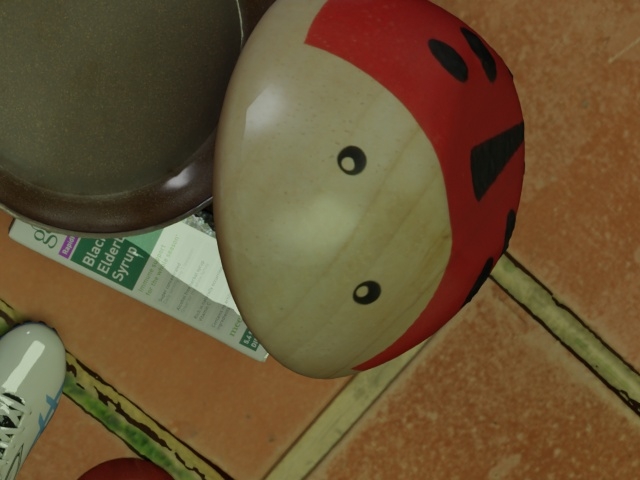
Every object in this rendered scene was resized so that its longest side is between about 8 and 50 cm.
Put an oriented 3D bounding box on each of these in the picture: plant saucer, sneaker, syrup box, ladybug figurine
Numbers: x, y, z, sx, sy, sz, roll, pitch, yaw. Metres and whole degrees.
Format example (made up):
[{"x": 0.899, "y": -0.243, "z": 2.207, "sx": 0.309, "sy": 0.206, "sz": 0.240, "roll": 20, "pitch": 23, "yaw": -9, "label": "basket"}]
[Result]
[{"x": -0.173, "y": -0.157, "z": 1.474, "sx": 0.311, "sy": 0.050, "sz": 0.310, "roll": -2, "pitch": 95, "yaw": -24, "label": "plant saucer"}, {"x": -0.287, "y": 0.179, "z": 1.615, "sx": 0.085, "sy": 0.086, "sz": 0.237, "roll": 30, "pitch": 93, "yaw": -20, "label": "sneaker"}, {"x": -0.133, "y": 0.002, "z": 1.578, "sx": 0.237, "sy": 0.096, "sz": 0.093, "roll": 27, "pitch": 96, "yaw": -8, "label": "syrup box"}, {"x": 0.056, "y": -0.058, "z": 1.478, "sx": 0.162, "sy": 0.449, "sz": 0.305, "roll": -4, "pitch": 108, "yaw": 20, "label": "ladybug figurine"}]

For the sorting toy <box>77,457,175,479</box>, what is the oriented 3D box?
[{"x": -0.268, "y": 0.328, "z": 1.640, "sx": 0.365, "sy": 0.126, "sz": 0.127, "roll": -29, "pitch": 111, "yaw": -8, "label": "sorting toy"}]
